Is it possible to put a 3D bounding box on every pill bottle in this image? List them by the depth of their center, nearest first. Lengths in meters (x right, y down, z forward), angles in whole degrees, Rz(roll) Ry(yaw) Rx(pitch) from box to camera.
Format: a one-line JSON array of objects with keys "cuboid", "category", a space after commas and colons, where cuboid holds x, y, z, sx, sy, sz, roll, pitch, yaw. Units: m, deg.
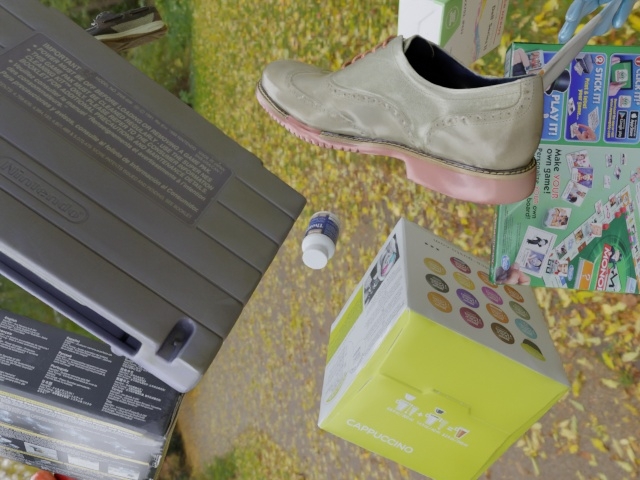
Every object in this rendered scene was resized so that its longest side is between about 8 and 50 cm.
[{"cuboid": [0.000, 0.000, 1.163, 0.120, 0.067, 0.067, -73, -6, -50], "category": "pill bottle"}]

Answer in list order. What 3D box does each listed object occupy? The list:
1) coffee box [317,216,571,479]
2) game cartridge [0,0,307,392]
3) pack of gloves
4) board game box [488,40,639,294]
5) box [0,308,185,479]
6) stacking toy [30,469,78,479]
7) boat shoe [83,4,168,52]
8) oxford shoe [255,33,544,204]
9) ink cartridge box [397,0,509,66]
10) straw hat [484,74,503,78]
[{"cuboid": [0.227, 0.228, 1.180, 0.338, 0.337, 0.334, -59, 10, 28], "category": "coffee box"}, {"cuboid": [-0.198, -0.063, 0.487, 0.068, 0.355, 0.230, -46, 11, 42], "category": "game cartridge"}, {"cuboid": [0.328, -0.257, 0.604, 0.046, 0.232, 0.195, 45, 180, 18], "category": "pack of gloves"}, {"cuboid": [0.344, -0.093, 0.762, 0.046, 0.213, 0.317, -27, -59, -84], "category": "board game box"}, {"cuboid": [-0.387, 0.208, 0.751, 0.318, 0.395, 0.097, 117, 170, -52], "category": "box"}, {"cuboid": [-0.529, 0.479, 1.002, 0.141, 0.330, 0.141, 27, 135, 30], "category": "stacking toy"}, {"cuboid": [-0.290, -0.290, 0.801, 0.056, 0.152, 0.049, -19, 95, 60], "category": "boat shoe"}, {"cuboid": [0.079, -0.178, 0.684, 0.397, 0.140, 0.146, 25, 129, 31], "category": "oxford shoe"}, {"cuboid": [0.328, -0.521, 1.327, 0.119, 0.353, 0.207, 33, 146, 29], "category": "ink cartridge box"}, {"cuboid": [0.287, -0.241, 0.969, 0.061, 0.144, 0.144, 103, 155, -59], "category": "straw hat"}]
